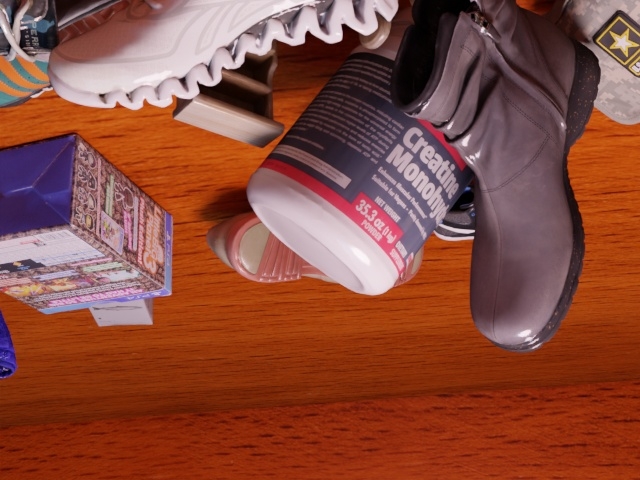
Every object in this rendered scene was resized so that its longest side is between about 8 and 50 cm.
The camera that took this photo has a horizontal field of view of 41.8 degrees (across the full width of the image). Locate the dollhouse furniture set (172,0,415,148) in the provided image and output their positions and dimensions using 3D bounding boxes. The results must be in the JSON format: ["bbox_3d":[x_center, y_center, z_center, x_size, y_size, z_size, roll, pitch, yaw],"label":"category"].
[{"bbox_3d":[-0.033,-0.221,0.796,0.212,0.161,0.242,15,150,-35],"label":"dollhouse furniture set"}]

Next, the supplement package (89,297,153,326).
[{"bbox_3d":[-0.362,0.078,1.509,0.105,0.105,0.179,-1,156,-4],"label":"supplement package"}]

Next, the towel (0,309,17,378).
[{"bbox_3d":[-0.573,0.060,1.238,0.228,0.308,0.076,25,111,-45],"label":"towel"}]

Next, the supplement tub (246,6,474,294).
[{"bbox_3d":[0.069,-0.096,0.909,0.191,0.272,0.191,36,170,8],"label":"supplement tub"}]

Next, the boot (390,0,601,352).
[{"bbox_3d":[0.143,-0.082,0.769,0.223,0.338,0.118,24,158,-40],"label":"boot"}]

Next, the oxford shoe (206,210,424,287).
[{"bbox_3d":[0.000,0.000,1.402,0.397,0.140,0.146,8,-175,-35],"label":"oxford shoe"}]

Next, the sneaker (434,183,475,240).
[{"bbox_3d":[0.280,-0.049,1.336,0.217,0.079,0.121,-7,158,12],"label":"sneaker"}]

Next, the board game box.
[{"bbox_3d":[-0.389,-0.011,1.254,0.232,0.141,0.291,-9,156,14],"label":"board game box"}]

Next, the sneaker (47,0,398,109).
[{"bbox_3d":[-0.081,-0.195,0.660,0.292,0.110,0.118,-25,132,-13],"label":"sneaker"}]

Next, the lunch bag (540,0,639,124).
[{"bbox_3d":[0.384,-0.225,0.847,0.287,0.168,0.235,9,158,-8],"label":"lunch bag"}]

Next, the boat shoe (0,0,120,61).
[{"bbox_3d":[-0.241,-0.199,0.645,0.335,0.119,0.121,-41,174,-24],"label":"boat shoe"}]

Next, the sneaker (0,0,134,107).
[{"bbox_3d":[-0.305,-0.205,0.878,0.302,0.108,0.121,1,158,10],"label":"sneaker"}]
